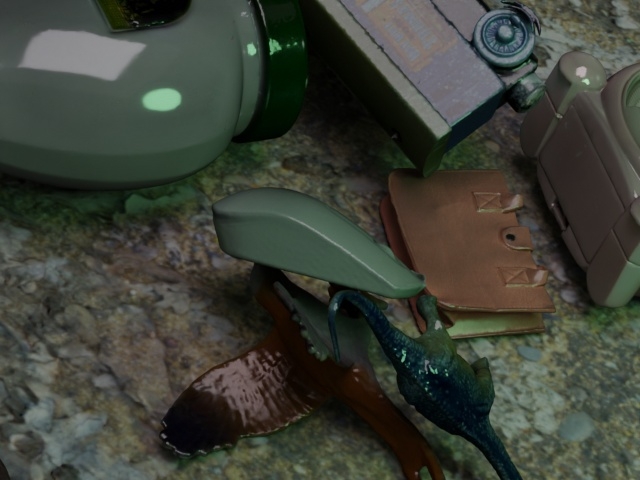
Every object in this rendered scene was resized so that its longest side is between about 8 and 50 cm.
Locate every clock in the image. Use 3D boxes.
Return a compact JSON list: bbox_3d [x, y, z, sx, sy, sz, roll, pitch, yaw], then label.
[{"bbox_3d":[0.427,-0.065,2.253,0.326,0.184,0.342,-1,54,-23],"label":"clock"}]

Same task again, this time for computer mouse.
[{"bbox_3d":[0.000,0.000,1.999,0.231,0.079,0.128,17,9,6],"label":"computer mouse"}]

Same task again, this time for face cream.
[{"bbox_3d":[-0.215,-0.190,2.145,0.357,0.219,0.312,-9,50,-28],"label":"face cream"}]

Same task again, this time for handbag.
[{"bbox_3d":[0.160,0.009,2.182,0.157,0.059,0.212,-2,48,-17],"label":"handbag"}]

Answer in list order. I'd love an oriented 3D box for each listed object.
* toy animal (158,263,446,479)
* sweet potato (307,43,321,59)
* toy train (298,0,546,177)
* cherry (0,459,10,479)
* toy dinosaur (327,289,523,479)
[{"bbox_3d":[0.037,0.139,1.987,0.284,0.225,0.302,35,34,-9],"label":"toy animal"},{"bbox_3d":[-0.022,-0.286,2.354,0.336,0.131,0.131,27,47,8],"label":"sweet potato"},{"bbox_3d":[0.103,-0.231,2.212,0.202,0.131,0.300,-37,77,-14],"label":"toy train"},{"bbox_3d":[-0.350,0.234,1.771,0.176,0.140,0.176,6,33,-4],"label":"cherry"},{"bbox_3d":[0.116,0.136,1.943,0.363,0.076,0.147,47,17,-32],"label":"toy dinosaur"}]
